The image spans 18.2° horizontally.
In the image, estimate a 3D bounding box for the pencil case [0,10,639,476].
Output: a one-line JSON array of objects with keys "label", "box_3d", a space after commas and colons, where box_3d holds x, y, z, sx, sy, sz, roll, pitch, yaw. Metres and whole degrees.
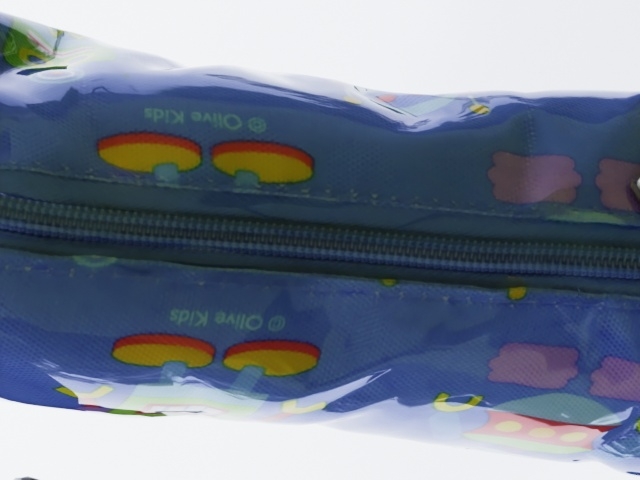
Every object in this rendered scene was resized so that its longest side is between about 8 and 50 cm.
[{"label": "pencil case", "box_3d": [0.000, 0.000, 0.567, 0.306, 0.133, 0.119, 6, -98, -15]}]

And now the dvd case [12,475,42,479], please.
[{"label": "dvd case", "box_3d": [-0.138, 0.218, 0.665, 0.029, 0.239, 0.179, 22, -60, -13]}]
